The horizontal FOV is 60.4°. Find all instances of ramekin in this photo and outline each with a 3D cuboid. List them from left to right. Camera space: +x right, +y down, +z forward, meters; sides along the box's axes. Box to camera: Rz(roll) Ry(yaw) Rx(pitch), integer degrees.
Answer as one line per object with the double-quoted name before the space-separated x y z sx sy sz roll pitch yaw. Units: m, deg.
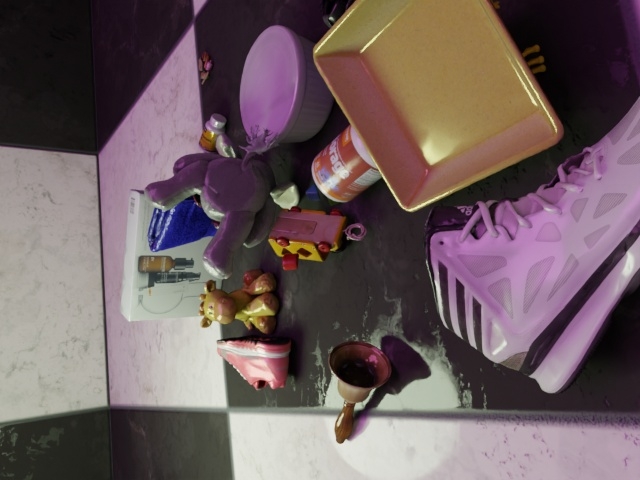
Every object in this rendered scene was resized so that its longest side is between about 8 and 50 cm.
"ramekin" -0.076 -0.356 1.309 0.273 0.127 0.273 -4 86 54

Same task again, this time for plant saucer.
"plant saucer" 0.173 -0.245 0.851 0.333 0.081 0.333 59 146 -2

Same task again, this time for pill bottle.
"pill bottle" -0.335 -0.335 1.720 0.116 0.065 0.065 -59 45 34
"pill bottle" 0.086 -0.173 1.084 0.216 0.121 0.121 -36 61 48

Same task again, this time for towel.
"towel" -0.299 -0.082 1.467 0.076 0.308 0.228 42 126 25

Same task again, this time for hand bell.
"hand bell" 0.063 0.341 1.146 0.126 0.126 0.242 47 139 44

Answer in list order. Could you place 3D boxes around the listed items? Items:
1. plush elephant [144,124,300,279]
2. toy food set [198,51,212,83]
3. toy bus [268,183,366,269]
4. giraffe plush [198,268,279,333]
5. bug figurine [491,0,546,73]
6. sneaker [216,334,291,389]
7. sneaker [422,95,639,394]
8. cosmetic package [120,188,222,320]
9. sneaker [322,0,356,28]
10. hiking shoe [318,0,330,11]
"plush elephant" -0.197 -0.113 1.300 0.272 0.255 0.330 41 93 6
"toy food set" -0.380 -0.580 1.831 0.078 0.019 0.122 -43 48 45
"toy bus" -0.009 -0.006 1.225 0.202 0.191 0.104 57 176 39
"giraffe plush" -0.232 0.169 1.474 0.210 0.170 0.181 -18 75 53
"bug figurine" 0.210 -0.288 0.906 0.279 0.072 0.216 -3 119 55
"sneaker" -0.188 0.325 1.458 0.314 0.116 0.136 -10 82 54
"sneaker" 0.274 -0.033 0.693 0.257 0.169 0.447 25 115 14
"cosmetic package" -0.436 0.045 1.665 0.097 0.284 0.377 19 105 51
"sneaker" 0.070 -0.407 1.059 0.102 0.146 0.293 28 127 53
"hiking shoe" 0.071 -0.627 1.133 0.304 0.113 0.132 133 131 -56
